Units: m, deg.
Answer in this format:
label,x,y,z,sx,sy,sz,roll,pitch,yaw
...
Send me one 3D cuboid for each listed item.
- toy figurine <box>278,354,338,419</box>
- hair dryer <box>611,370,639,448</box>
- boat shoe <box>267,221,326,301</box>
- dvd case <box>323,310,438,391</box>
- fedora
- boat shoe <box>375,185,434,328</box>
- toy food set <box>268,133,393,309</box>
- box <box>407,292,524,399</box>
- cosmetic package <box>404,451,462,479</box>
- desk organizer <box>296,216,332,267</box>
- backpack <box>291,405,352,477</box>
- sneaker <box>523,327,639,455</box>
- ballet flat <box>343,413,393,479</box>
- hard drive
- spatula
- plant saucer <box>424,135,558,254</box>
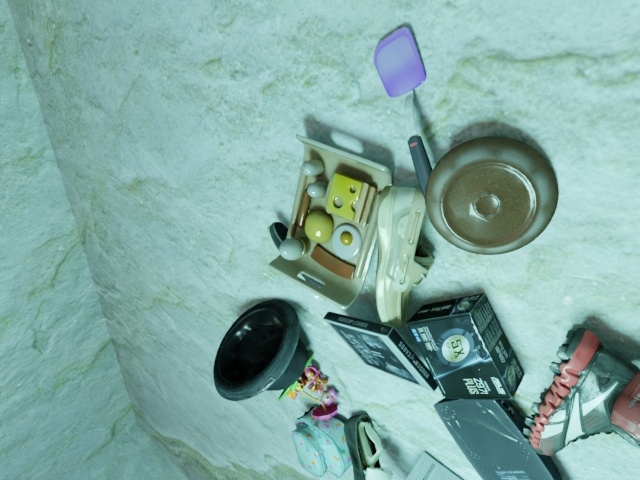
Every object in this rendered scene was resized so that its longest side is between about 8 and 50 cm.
label,x,y,z,sx,sy,sz,roll,pitch,yaw
toy figurine,-0.011,0.442,1.232,0.159,0.130,0.173,36,110,4
hair dryer,0.499,0.254,0.596,0.080,0.223,0.294,-149,58,-62
boat shoe,-0.038,0.036,1.028,0.233,0.084,0.079,49,120,12
dvd case,0.125,0.237,0.935,0.179,0.030,0.238,50,156,-20
fedora,-0.151,0.329,1.206,0.333,0.334,0.152,-10,136,46
boat shoe,0.165,0.045,0.813,0.098,0.109,0.303,5,114,20
toy food set,0.006,-0.040,0.877,0.219,0.092,0.307,26,114,28
box,0.277,0.209,0.819,0.147,0.077,0.180,-22,97,47
cosmetic package,0.298,0.695,1.040,0.224,0.138,0.224,30,131,30
desk organizer,0.000,0.000,0.979,0.047,0.050,0.130,-38,78,34
backpack,0.013,0.607,1.259,0.188,0.144,0.166,1,108,40
sneaker,0.431,0.279,0.698,0.135,0.097,0.277,27,128,33
ballet flat,0.127,0.583,1.094,0.096,0.095,0.281,-48,40,27
hard drive,0.370,0.423,0.874,0.255,0.054,0.172,55,138,4
spatula,0.155,-0.196,0.715,0.084,0.030,0.297,-12,92,46
plant saucer,0.261,-0.060,0.662,0.198,0.036,0.199,9,117,19
